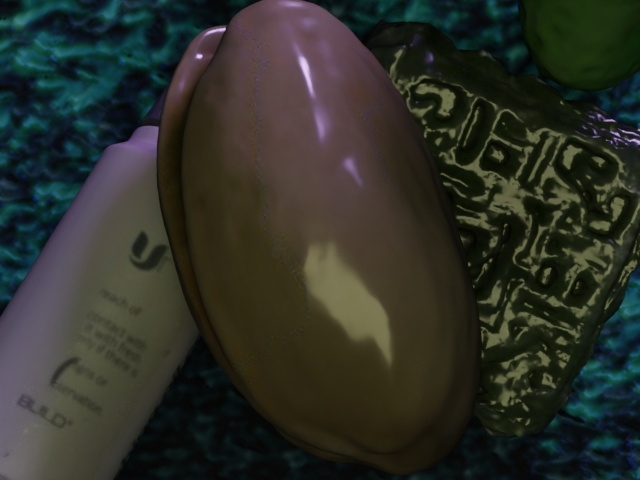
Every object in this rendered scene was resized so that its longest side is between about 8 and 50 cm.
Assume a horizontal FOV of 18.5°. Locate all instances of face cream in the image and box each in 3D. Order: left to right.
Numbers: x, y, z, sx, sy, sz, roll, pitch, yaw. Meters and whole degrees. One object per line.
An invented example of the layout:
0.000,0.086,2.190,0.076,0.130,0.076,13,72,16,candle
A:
-0.095,0.022,0.960,0.092,0.092,0.311,31,73,-5,face cream

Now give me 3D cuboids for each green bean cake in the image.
0.073,-0.005,0.989,0.181,0.094,0.173,27,95,-4,green bean cake

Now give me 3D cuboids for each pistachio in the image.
0.000,0.000,0.889,0.136,0.136,0.226,-21,85,0,pistachio

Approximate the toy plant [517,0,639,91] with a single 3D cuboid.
0.182,-0.240,0.867,0.210,0.356,0.317,-26,100,-25,toy plant
